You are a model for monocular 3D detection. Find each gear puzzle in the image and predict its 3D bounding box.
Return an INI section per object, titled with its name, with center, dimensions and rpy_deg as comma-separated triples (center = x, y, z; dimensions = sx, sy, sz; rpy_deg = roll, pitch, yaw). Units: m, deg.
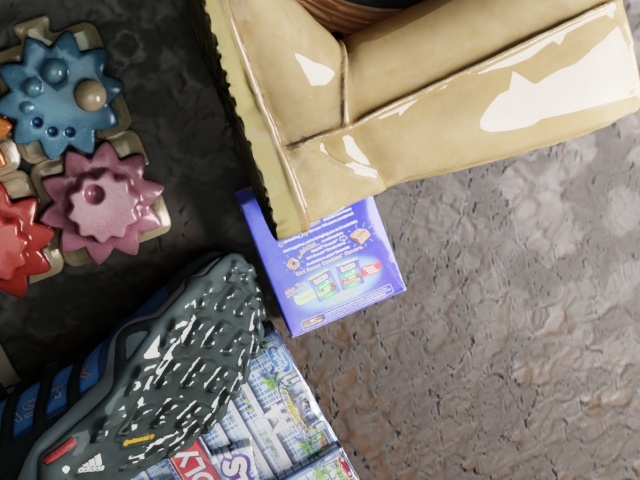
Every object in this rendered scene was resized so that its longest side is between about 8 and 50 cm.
[gear puzzle]
center = -0.278, -0.019, 0.944
dimensions = 0.339, 0.044, 0.175
rpy_deg = -21, 109, -7

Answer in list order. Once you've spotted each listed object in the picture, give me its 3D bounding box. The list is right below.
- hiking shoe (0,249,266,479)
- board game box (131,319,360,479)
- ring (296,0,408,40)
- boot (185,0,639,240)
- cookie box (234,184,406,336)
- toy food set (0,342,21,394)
[hiking shoe]
center = -0.161, 0.110, 0.958
dimensions = 0.304, 0.132, 0.113
rpy_deg = -50, 141, -26
[board game box]
center = -0.073, 0.190, 1.045
dimensions = 0.194, 0.060, 0.194
rpy_deg = -30, 110, -5
[ring]
center = 0.051, -0.266, 0.961
dimensions = 0.336, 0.032, 0.337
rpy_deg = -4, 106, -13
[boot]
center = 0.058, -0.145, 0.941
dimensions = 0.269, 0.089, 0.236
rpy_deg = -22, 116, -8
[cookie box]
center = 0.000, 0.000, 1.018
dimensions = 0.092, 0.040, 0.107
rpy_deg = -22, 109, -7
[toy food set]
center = -0.290, 0.140, 0.990
dimensions = 0.192, 0.038, 0.132
rpy_deg = -29, 110, -4
